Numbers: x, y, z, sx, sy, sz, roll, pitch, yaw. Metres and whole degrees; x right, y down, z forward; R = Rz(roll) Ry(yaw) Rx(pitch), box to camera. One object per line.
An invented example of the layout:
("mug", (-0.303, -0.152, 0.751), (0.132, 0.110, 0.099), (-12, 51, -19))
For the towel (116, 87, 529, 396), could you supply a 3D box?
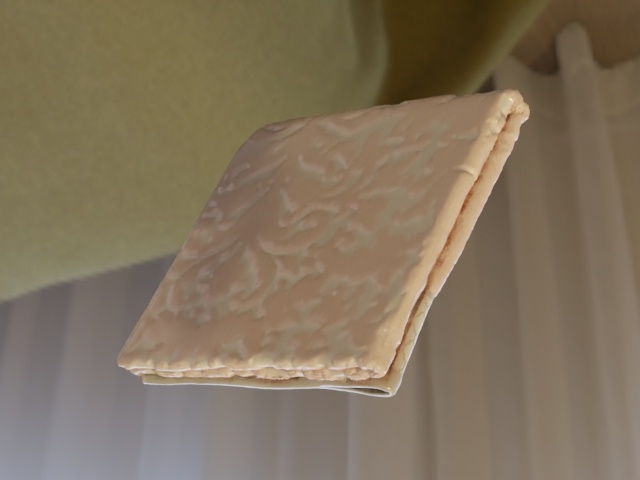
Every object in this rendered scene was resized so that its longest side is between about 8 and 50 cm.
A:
("towel", (0.000, 0.000, 1.302), (0.331, 0.317, 0.053), (-3, 139, 43))
